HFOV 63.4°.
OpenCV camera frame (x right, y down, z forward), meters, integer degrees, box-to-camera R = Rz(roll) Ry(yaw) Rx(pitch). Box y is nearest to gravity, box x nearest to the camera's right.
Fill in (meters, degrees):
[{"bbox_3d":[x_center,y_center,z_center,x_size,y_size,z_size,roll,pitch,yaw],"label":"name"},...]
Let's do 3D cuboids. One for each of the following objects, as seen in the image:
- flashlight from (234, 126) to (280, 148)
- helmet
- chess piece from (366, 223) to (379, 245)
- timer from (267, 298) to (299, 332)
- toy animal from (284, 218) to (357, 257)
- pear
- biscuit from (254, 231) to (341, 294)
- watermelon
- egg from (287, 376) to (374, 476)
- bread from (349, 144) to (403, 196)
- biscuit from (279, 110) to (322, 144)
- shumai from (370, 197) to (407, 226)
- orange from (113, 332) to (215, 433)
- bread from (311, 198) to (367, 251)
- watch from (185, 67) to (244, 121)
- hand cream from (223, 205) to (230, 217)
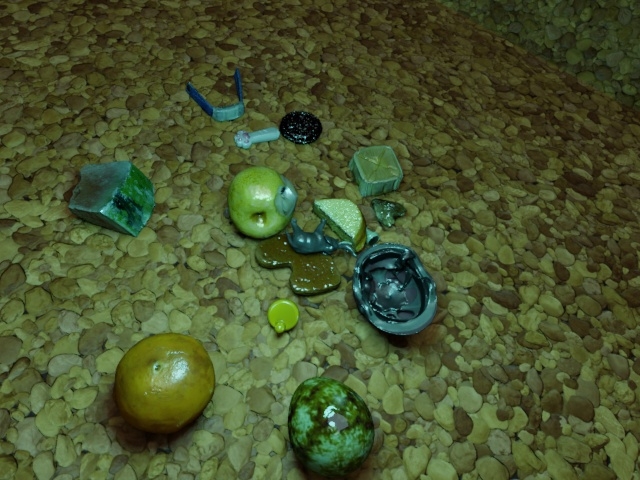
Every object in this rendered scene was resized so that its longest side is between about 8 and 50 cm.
[{"bbox_3d":[-0.269,-0.448,2.226,0.200,0.047,0.093,-16,58,-20],"label":"flashlight"},{"bbox_3d":[0.239,0.186,1.766,0.271,0.197,0.338,-18,66,-12],"label":"helmet"},{"bbox_3d":[0.166,-0.049,2.012,0.059,0.059,0.149,-22,57,-24],"label":"chess piece"},{"bbox_3d":[-0.123,0.247,1.707,0.107,0.109,0.107,0,95,1],"label":"timer"},{"bbox_3d":[0.002,-0.007,1.877,0.269,0.082,0.137,8,53,-12],"label":"toy animal"},{"bbox_3d":[-0.219,-0.144,1.889,0.271,0.271,0.271,5,54,-7],"label":"pear"},{"bbox_3d":[-0.083,0.090,1.862,0.262,0.052,0.277,-16,57,-24],"label":"biscuit"},{"bbox_3d":[-0.762,-0.162,1.862,0.302,0.151,0.264,9,54,-4],"label":"watermelon"},{"bbox_3d":[0.023,0.514,1.462,0.238,0.238,0.289,-11,48,-18],"label":"egg"},{"bbox_3d":[0.231,-0.290,2.165,0.192,0.110,0.210,-14,57,-12],"label":"bread"},{"bbox_3d":[-0.086,-0.501,2.293,0.194,0.053,0.194,5,54,-7],"label":"biscuit"},{"bbox_3d":[0.264,-0.123,2.075,0.139,0.105,0.123,39,13,6],"label":"shumai"},{"bbox_3d":[-0.442,0.400,1.469,0.284,0.226,0.284,1,52,-2],"label":"orange"},{"bbox_3d":[0.092,-0.082,1.959,0.134,0.129,0.260,-42,66,-15],"label":"bread"},{"bbox_3d":[-0.424,-0.658,2.349,0.276,0.068,0.274,-28,59,-26],"label":"watch"},{"bbox_3d":[-0.300,-0.156,2.016,0.067,0.043,0.209,35,50,13],"label":"hand cream"}]
